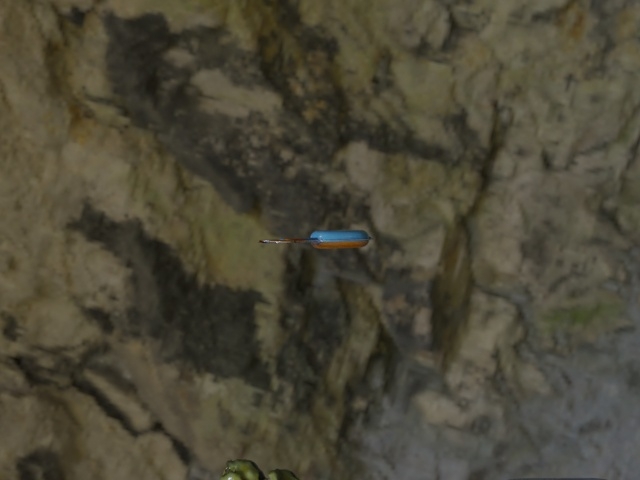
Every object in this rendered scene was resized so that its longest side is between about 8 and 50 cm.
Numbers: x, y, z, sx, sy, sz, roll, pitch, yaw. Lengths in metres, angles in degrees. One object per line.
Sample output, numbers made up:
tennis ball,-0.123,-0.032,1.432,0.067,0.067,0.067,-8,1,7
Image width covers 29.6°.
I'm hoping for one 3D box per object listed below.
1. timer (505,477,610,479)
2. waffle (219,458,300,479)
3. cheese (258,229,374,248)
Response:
timer,0.231,0.359,1.035,0.309,0.115,0.340,67,159,3
waffle,-0.035,0.294,1.051,0.223,0.204,0.054,-49,-31,-43
cheese,0.000,-0.001,1.037,0.111,0.047,0.017,-1,-91,-34
